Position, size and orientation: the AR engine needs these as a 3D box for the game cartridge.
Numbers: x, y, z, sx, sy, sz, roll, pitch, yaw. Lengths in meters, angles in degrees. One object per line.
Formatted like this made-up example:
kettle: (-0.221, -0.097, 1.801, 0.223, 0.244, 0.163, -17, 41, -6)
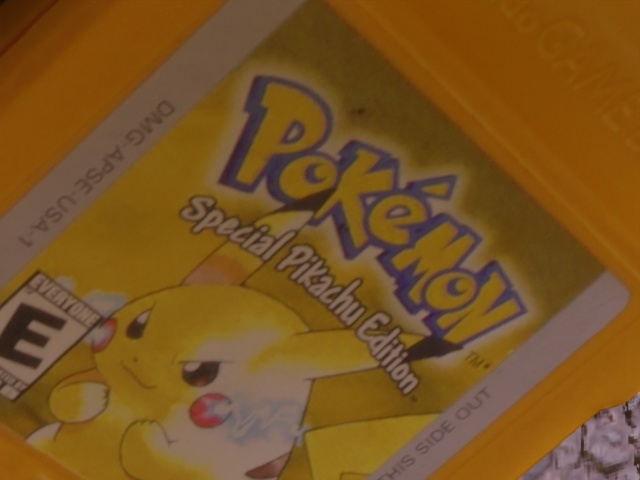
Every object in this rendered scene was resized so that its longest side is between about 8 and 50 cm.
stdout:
game cartridge: (0.000, 0.000, 0.681, 0.323, 0.053, 0.285, -41, 126, 13)
